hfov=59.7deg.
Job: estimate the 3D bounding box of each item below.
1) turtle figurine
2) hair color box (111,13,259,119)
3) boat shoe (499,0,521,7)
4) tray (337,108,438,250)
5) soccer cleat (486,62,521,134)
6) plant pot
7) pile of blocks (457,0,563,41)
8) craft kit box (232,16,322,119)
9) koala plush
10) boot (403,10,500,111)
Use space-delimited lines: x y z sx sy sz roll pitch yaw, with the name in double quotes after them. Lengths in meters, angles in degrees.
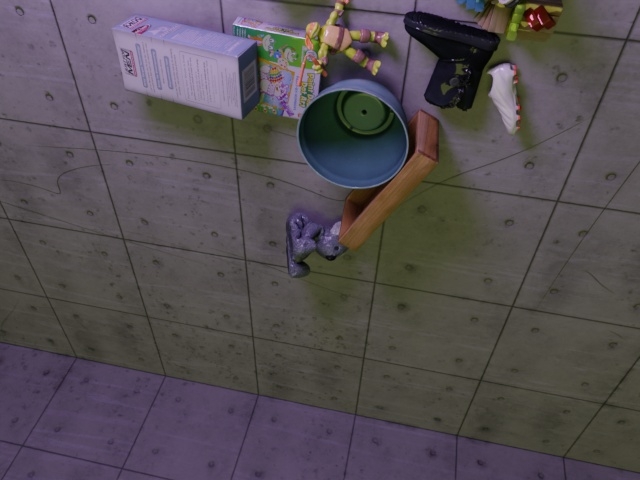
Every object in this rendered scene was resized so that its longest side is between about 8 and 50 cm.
0.048 -0.486 1.391 0.218 0.269 0.087 15 179 -15 "turtle figurine"
-0.358 -0.469 1.506 0.375 0.113 0.185 17 136 14 "hair color box"
0.427 -0.559 1.152 0.079 0.233 0.084 34 150 -21 "boat shoe"
0.193 -0.165 1.620 0.076 0.202 0.411 27 135 -15 "tray"
0.477 -0.364 1.448 0.076 0.068 0.196 -2 126 25 "soccer cleat"
0.104 -0.313 1.505 0.293 0.196 0.292 10 132 11 "plant pot"
0.383 -0.545 1.260 0.362 0.112 0.149 28 134 -11 "pile of blocks"
-0.116 -0.462 1.531 0.247 0.060 0.249 10 135 3 "craft kit box"
0.000 0.000 1.887 0.222 0.203 0.196 -2 146 -11 "koala plush"
0.298 -0.440 1.399 0.247 0.094 0.207 14 132 -6 "boot"
